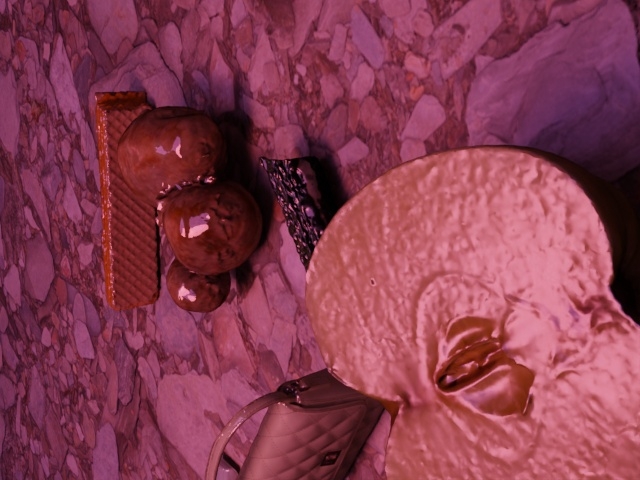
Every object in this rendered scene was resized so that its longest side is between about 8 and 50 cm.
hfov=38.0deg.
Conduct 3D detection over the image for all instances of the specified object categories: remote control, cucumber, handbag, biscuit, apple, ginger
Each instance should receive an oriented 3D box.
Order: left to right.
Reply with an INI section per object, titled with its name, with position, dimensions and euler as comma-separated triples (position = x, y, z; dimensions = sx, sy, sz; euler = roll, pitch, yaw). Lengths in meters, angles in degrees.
[biscuit]
position = -0.330, -0.065, 1.599
dimensions = 0.054, 0.094, 0.378
euler = 26, 119, 55
[ginger]
position = -0.187, -0.052, 1.349
dimensions = 0.245, 0.155, 0.303
euler = -35, 70, 50
[remote control]
position = -0.163, 0.436, 1.554
dimensions = 0.061, 0.029, 0.162
euler = 27, 121, 50
[handbag]
position = -0.043, 0.262, 1.180
dimensions = 0.079, 0.219, 0.256
euler = 54, 139, 34
[cucumber]
position = 0.000, 0.000, 1.177
dimensions = 0.077, 0.077, 0.265
euler = -36, 70, 52
[apple]
position = 0.160, 0.104, 0.811
dimensions = 0.360, 0.320, 0.311
euler = -37, 30, 46
